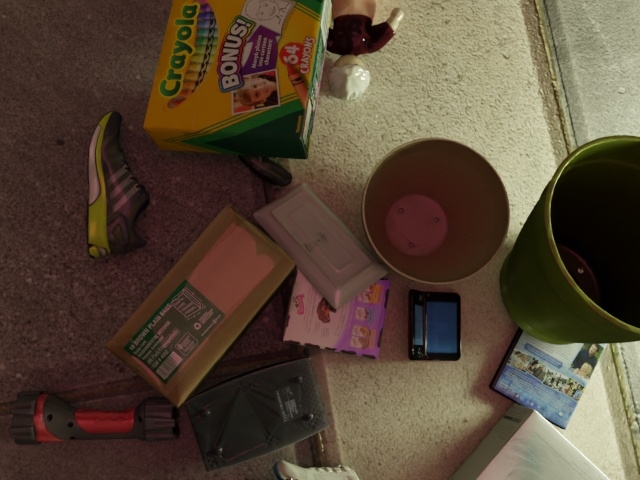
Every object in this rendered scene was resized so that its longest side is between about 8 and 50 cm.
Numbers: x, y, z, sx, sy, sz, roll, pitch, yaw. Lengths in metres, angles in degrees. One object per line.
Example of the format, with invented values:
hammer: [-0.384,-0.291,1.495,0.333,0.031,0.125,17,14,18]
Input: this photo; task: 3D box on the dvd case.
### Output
dvd case: [0.488,0.242,1.553,0.180,0.022,0.253,29,81,1]

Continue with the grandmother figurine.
grandmother figurine: [0.075,-0.469,1.586,0.208,0.104,0.342,4,84,23]

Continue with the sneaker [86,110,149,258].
sneaker: [-0.408,-0.112,1.498,0.121,0.111,0.299,1,87,-15]

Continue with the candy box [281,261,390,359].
candy box: [0.031,0.144,1.504,0.196,0.070,0.164,11,81,-3]

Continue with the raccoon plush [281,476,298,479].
raccoon plush: [-0.064,0.608,1.411,0.216,0.447,0.299,-58,134,-34]

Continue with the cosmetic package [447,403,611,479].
cosmetic package: [0.410,0.485,1.455,0.224,0.138,0.224,43,82,2]

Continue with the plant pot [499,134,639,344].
plant pot: [0.516,0.044,1.398,0.367,0.353,0.366,4,69,-10]

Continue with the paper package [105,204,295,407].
paper package: [-0.206,0.119,1.368,0.168,0.309,0.325,40,83,2]

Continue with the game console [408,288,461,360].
game console: [0.234,0.174,1.513,0.085,0.124,0.143,-2,81,22]

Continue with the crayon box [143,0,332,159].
crayon box: [-0.158,-0.355,1.484,0.313,0.106,0.362,5,72,9]

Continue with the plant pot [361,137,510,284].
plant pot: [0.210,-0.044,1.485,0.284,0.191,0.284,1,82,-5]

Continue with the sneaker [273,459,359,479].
sneaker: [0.015,0.481,1.455,0.229,0.087,0.092,28,72,-7]

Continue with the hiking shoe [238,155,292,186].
hiking shoe: [-0.130,-0.212,1.533,0.227,0.086,0.114,43,84,3]

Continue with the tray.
tray: [0.000,0.000,1.493,0.145,0.030,0.270,-35,71,-24]

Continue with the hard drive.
hard drive: [-0.124,0.333,1.446,0.255,0.054,0.171,-18,103,-12]

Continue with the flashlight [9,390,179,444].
flashlight: [-0.430,0.339,1.424,0.304,0.103,0.103,-1,79,-4]
